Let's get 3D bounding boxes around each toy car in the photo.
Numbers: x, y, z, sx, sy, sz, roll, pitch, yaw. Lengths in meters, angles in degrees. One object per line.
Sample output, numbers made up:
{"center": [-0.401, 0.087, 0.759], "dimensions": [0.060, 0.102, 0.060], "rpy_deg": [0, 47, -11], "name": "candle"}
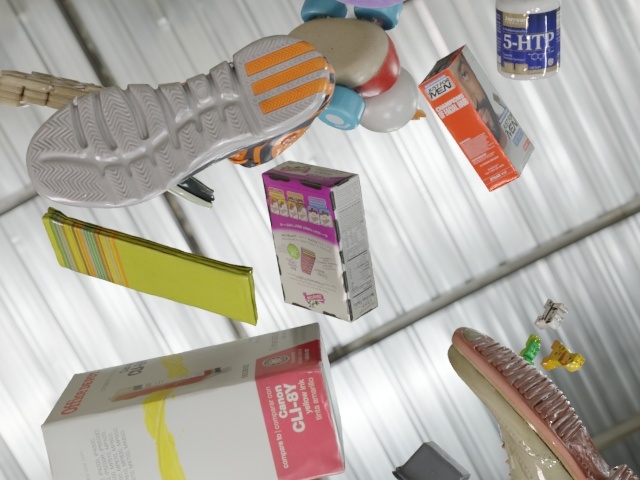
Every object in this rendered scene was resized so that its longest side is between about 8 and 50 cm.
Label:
{"center": [0.064, -0.240, 2.012], "dimensions": [0.210, 0.238, 0.219], "rpy_deg": [4, -115, 40], "name": "toy car"}

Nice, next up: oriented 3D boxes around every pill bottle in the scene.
{"center": [0.355, -0.377, 2.185], "dimensions": [0.112, 0.186, 0.112], "rpy_deg": [-5, -154, 2], "name": "pill bottle"}

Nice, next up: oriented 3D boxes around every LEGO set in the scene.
{"center": [0.403, 0.218, 2.255], "dimensions": [0.227, 0.087, 0.093], "rpy_deg": [-58, -159, -17], "name": "LEGO set"}

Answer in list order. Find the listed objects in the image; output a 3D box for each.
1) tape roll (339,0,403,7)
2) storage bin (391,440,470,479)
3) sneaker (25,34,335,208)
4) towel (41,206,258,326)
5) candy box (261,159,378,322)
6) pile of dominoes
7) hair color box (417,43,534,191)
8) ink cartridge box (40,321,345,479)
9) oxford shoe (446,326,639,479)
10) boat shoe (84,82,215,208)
{"center": [0.054, -0.385, 1.577], "dimensions": [0.189, 0.189, 0.080], "rpy_deg": [-19, -140, 43], "name": "tape roll"}
{"center": [0.227, 0.462, 2.511], "dimensions": [0.091, 0.135, 0.098], "rpy_deg": [-54, 159, 12], "name": "storage bin"}
{"center": [-0.132, -0.104, 1.321], "dimensions": [0.321, 0.124, 0.180], "rpy_deg": [-16, 174, 4], "name": "sneaker"}
{"center": [-0.179, 0.028, 1.357], "dimensions": [0.237, 0.102, 0.021], "rpy_deg": [16, -121, 13], "name": "towel"}
{"center": [0.000, 0.000, 2.029], "dimensions": [0.159, 0.233, 0.071], "rpy_deg": [15, -148, 43], "name": "candy box"}
{"center": [-0.247, -0.154, 1.500], "dimensions": [0.251, 0.040, 0.196], "rpy_deg": [13, -172, 0], "name": "pile of dominoes"}
{"center": [0.201, -0.156, 1.629], "dimensions": [0.053, 0.167, 0.093], "rpy_deg": [-29, -166, 33], "name": "hair color box"}
{"center": [-0.170, 0.252, 1.790], "dimensions": [0.385, 0.160, 0.279], "rpy_deg": [-13, -171, 1], "name": "ink cartridge box"}
{"center": [0.281, 0.288, 1.669], "dimensions": [0.146, 0.397, 0.140], "rpy_deg": [-47, 159, 23], "name": "oxford shoe"}
{"center": [-0.322, -0.179, 2.391], "dimensions": [0.113, 0.340, 0.127], "rpy_deg": [-60, -161, -4], "name": "boat shoe"}
